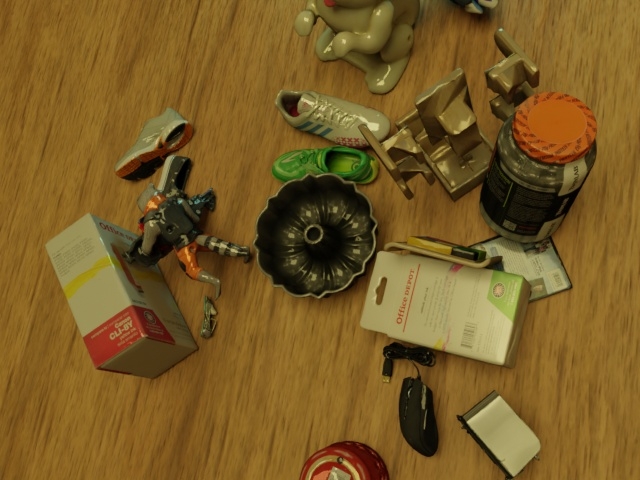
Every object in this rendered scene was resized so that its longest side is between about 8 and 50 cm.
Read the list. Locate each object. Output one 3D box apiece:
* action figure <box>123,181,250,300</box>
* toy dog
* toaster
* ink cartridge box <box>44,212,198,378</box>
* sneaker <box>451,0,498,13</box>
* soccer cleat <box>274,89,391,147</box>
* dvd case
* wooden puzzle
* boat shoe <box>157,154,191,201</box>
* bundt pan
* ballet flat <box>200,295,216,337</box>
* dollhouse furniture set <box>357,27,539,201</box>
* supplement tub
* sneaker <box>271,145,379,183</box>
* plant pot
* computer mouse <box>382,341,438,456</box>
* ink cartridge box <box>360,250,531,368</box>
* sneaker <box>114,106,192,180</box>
[{"bbox_3d":[-0.329,-0.041,1.826,0.330,0.178,0.341,36,51,-3],"label":"action figure"},{"bbox_3d":[0.120,-0.625,1.767,0.395,0.408,0.284,-44,67,2],"label":"toy dog"},{"bbox_3d":[0.390,0.420,1.517,0.110,0.168,0.186,-41,68,0],"label":"toaster"},{"bbox_3d":[-0.519,0.148,1.823,0.160,0.279,0.385,-35,68,7],"label":"ink cartridge box"},{"bbox_3d":[0.358,-0.684,1.754,0.236,0.323,0.130,38,99,9],"label":"sneaker"},{"bbox_3d":[0.021,-0.326,1.835,0.331,0.143,0.116,16,81,31],"label":"soccer cleat"},{"bbox_3d":[0.449,0.073,1.673,0.253,0.022,0.180,-21,69,11],"label":"dvd case"},{"bbox_3d":[0.289,0.022,1.608,0.238,0.221,0.044,10,94,22],"label":"wooden puzzle"},{"bbox_3d":[-0.414,-0.138,1.986,0.076,0.080,0.229,1,68,20],"label":"boat shoe"},{"bbox_3d":[0.000,0.000,1.783,0.330,0.124,0.331,-5,73,16],"label":"bundt pan"},{"bbox_3d":[-0.299,0.206,1.872,0.041,0.041,0.114,-2,75,17],"label":"ballet flat"},{"bbox_3d":[0.284,-0.293,1.627,0.362,0.394,0.256,-35,67,6],"label":"dollhouse furniture set"},{"bbox_3d":[0.478,-0.156,1.538,0.207,0.338,0.207,-1,62,2],"label":"supplement tub"},{"bbox_3d":[0.004,-0.210,1.840,0.295,0.123,0.109,0,74,19],"label":"sneaker"},{"bbox_3d":[0.048,0.555,1.586,0.191,0.174,0.191,-6,72,18],"label":"plant pot"},{"bbox_3d":[0.193,0.367,1.621,0.184,0.060,0.262,9,104,57],"label":"computer mouse"},{"bbox_3d":[0.289,0.156,1.630,0.353,0.119,0.207,12,82,28],"label":"ink cartridge box"},{"bbox_3d":[-0.505,-0.286,2.053,0.262,0.099,0.121,-38,59,-3],"label":"sneaker"}]
